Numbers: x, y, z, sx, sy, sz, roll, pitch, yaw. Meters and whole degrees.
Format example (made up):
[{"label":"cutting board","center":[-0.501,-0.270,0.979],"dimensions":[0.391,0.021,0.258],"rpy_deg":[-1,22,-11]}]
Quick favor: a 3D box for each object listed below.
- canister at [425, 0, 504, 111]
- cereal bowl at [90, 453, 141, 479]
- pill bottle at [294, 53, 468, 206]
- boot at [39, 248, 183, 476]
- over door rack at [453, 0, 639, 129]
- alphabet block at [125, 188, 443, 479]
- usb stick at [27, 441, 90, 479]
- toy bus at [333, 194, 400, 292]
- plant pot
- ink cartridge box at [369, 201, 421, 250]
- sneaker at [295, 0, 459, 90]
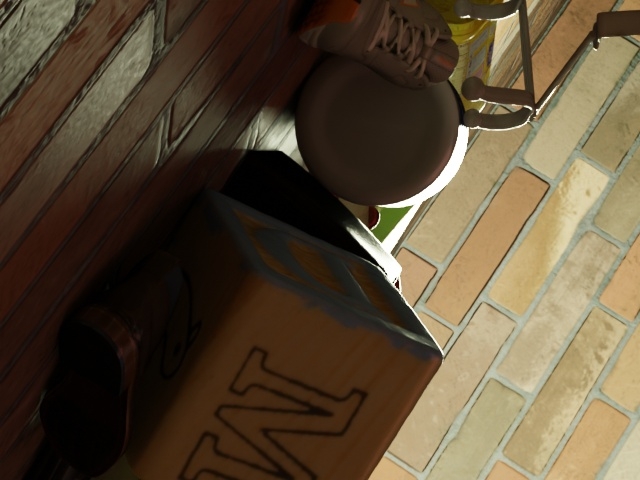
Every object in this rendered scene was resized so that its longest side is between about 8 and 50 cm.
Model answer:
[{"label":"canister","center":[0.152,-0.210,2.249],"dimensions":[0.126,0.073,0.170],"rpy_deg":[-49,153,-43]},{"label":"cereal bowl","center":[-0.194,0.311,1.895],"dimensions":[0.339,0.141,0.339],"rpy_deg":[-60,167,-23]},{"label":"pill bottle","center":[0.065,-0.108,1.919],"dimensions":[0.153,0.153,0.265],"rpy_deg":[-58,175,5]},{"label":"boot","center":[-0.156,0.100,1.550],"dimensions":[0.106,0.082,0.219],"rpy_deg":[-50,169,-36]},{"label":"over door rack","center":[0.178,-0.247,1.707],"dimensions":[0.324,0.108,0.239],"rpy_deg":[145,-57,-71]},{"label":"alphabet block","center":[-0.046,0.104,1.637],"dimensions":[0.197,0.193,0.192],"rpy_deg":[-59,-156,12]},{"label":"usb stick","center":[-0.255,0.255,1.729],"dimensions":[0.278,0.045,0.077],"rpy_deg":[-59,167,19]},{"label":"toy bus","center":[-0.003,0.010,2.202],"dimensions":[0.104,0.191,0.202],"rpy_deg":[-10,-158,31]},{"label":"plant pot","center":[-0.031,0.038,1.833],"dimensions":[0.187,0.167,0.188],"rpy_deg":[-58,173,6]},{"label":"ink cartridge box","center":[0.082,-0.043,2.390],"dimensions":[0.235,0.056,0.171],"rpy_deg":[-59,174,34]},{"label":"sneaker","center":[0.061,-0.180,1.659],"dimensions":[0.099,0.121,0.262],"rpy_deg":[-59,174,8]}]
